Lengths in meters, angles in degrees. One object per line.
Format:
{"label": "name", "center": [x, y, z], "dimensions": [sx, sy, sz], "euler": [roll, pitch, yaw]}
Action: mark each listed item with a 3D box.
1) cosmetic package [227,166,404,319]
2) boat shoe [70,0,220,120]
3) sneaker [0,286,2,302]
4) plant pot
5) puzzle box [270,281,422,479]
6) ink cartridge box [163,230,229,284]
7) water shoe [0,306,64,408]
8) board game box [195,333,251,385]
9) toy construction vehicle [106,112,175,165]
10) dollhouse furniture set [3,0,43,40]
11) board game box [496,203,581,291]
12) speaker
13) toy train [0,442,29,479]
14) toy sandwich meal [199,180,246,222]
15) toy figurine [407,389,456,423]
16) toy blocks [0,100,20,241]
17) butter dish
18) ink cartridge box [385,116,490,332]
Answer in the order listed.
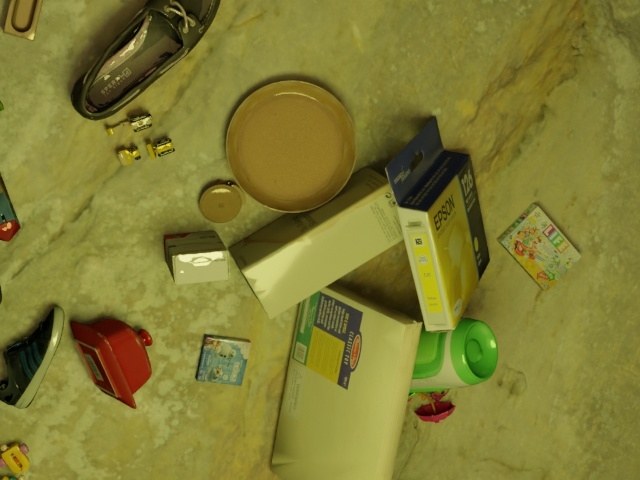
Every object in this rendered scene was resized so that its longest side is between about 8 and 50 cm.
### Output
{"label": "cosmetic package", "center": [0.000, 0.000, 1.861], "dimensions": [0.309, 0.160, 0.113], "euler": [-30, 110, -7]}
{"label": "boat shoe", "center": [-0.284, -0.326, 1.724], "dimensions": [0.335, 0.095, 0.112], "euler": [-45, 111, 0]}
{"label": "sneaker", "center": [-0.740, 0.198, 1.732], "dimensions": [0.447, 0.169, 0.257], "euler": [-11, 117, -4]}
{"label": "plant pot", "center": [-0.053, -0.168, 1.844], "dimensions": [0.236, 0.032, 0.236], "euler": [0, 93, -8]}
{"label": "puzzle box", "center": [0.042, 0.298, 1.900], "dimensions": [0.052, 0.272, 0.409], "euler": [-2, 108, -43]}
{"label": "ink cartridge box", "center": [-0.221, 0.030, 1.819], "dimensions": [0.099, 0.135, 0.056], "euler": [-5, 107, -14]}
{"label": "water shoe", "center": [-0.521, 0.204, 1.820], "dimensions": [0.080, 0.073, 0.203], "euler": [23, 98, -18]}
{"label": "board game box", "center": [-0.185, 0.228, 1.947], "dimensions": [0.090, 0.020, 0.090], "euler": [9, 103, -19]}
{"label": "toy construction vehicle", "center": [-0.316, -0.180, 1.794], "dimensions": [0.098, 0.035, 0.086], "euler": [-23, 121, -6]}
{"label": "dollhouse furniture set", "center": [-0.523, -0.378, 1.628], "dimensions": [0.151, 0.123, 0.144], "euler": [13, 101, -18]}
{"label": "board game box", "center": [0.440, 0.015, 2.056], "dimensions": [0.103, 0.026, 0.154], "euler": [-46, 111, 0]}
{"label": "speaker", "center": [0.176, 0.214, 1.893], "dimensions": [0.131, 0.296, 0.131], "euler": [11, 74, -44]}
{"label": "toy train", "center": [-0.595, 0.419, 1.876], "dimensions": [0.125, 0.046, 0.166], "euler": [-5, 103, -13]}
{"label": "toy sandwich meal", "center": [-0.180, -0.071, 1.862], "dimensions": [0.085, 0.029, 0.085], "euler": [-5, 117, -10]}
{"label": "toy figurine", "center": [0.213, 0.288, 2.044], "dimensions": [0.159, 0.130, 0.173], "euler": [47, 65, -35]}
{"label": "toy blocks", "center": [-0.635, -0.034, 1.600], "dimensions": [0.381, 0.191, 0.261], "euler": [-23, 78, -9]}
{"label": "butter dish", "center": [-0.356, 0.200, 1.839], "dimensions": [0.118, 0.160, 0.160], "euler": [-32, 114, -30]}
{"label": "ink cartridge box", "center": [0.223, -0.040, 1.850], "dimensions": [0.072, 0.303, 0.307], "euler": [-3, 112, 25]}
